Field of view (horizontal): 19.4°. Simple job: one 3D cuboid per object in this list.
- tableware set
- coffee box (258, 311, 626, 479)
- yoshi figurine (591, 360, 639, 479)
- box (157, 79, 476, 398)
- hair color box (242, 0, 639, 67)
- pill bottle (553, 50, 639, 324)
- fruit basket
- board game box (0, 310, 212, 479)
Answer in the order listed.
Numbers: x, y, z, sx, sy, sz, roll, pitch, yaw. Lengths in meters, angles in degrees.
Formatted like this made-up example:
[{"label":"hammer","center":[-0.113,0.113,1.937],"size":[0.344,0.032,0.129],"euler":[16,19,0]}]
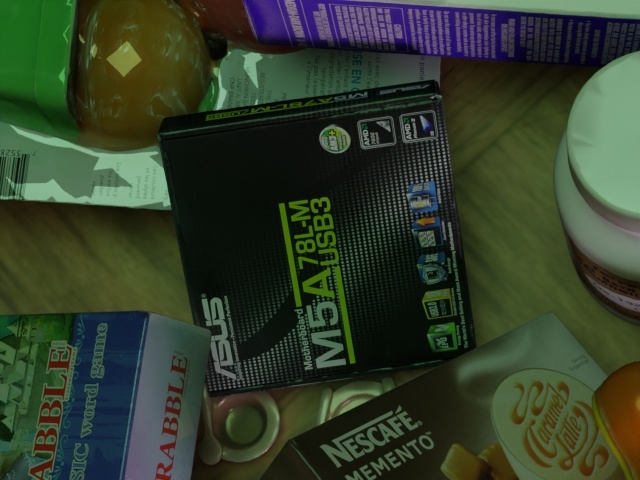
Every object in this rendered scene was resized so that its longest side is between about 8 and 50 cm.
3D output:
[{"label":"tableware set","center":[-0.016,0.162,1.257],"size":[0.169,0.020,0.141],"euler":[-4,74,11]},{"label":"coffee box","center":[0.086,0.156,1.123],"size":[0.246,0.098,0.141],"euler":[-20,63,-42]},{"label":"yoshi figurine","center":[0.339,0.046,0.971],"size":[0.362,0.203,0.203],"euler":[-39,34,23]},{"label":"box","center":[0.000,0.000,1.226],"size":[0.184,0.045,0.190],"euler":[-8,110,2]},{"label":"hair color box","center":[0.128,-0.213,1.183],"size":[0.339,0.110,0.185],"euler":[4,77,5]},{"label":"pill bottle","center":[0.211,-0.031,1.152],"size":[0.131,0.229,0.131],"euler":[-3,75,11]},{"label":"fruit basket","center":[-0.090,-0.173,1.316],"size":[0.353,0.165,0.327],"euler":[4,76,-4]},{"label":"board game box","center":[-0.227,0.206,1.196],"size":[0.318,0.066,0.318],"euler":[-4,72,38]}]
